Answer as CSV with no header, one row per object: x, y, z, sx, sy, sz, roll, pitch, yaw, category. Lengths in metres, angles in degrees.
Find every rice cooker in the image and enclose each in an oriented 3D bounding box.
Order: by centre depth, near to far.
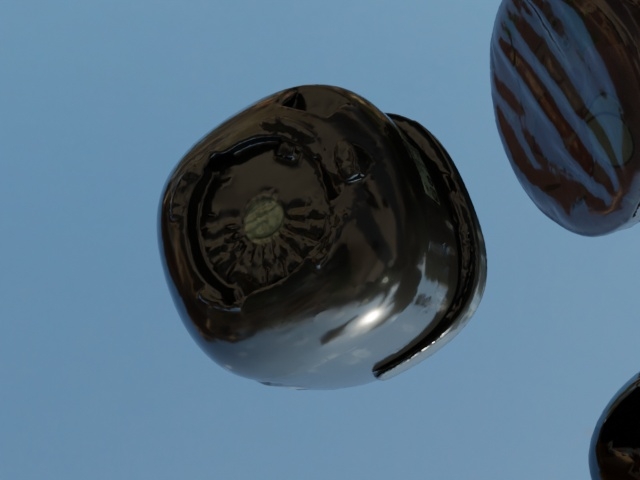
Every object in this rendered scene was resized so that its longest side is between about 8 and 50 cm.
0.000,0.000,1.134,0.267,0.267,0.224,50,-170,30,rice cooker

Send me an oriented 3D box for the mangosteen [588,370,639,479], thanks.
0.347,0.192,1.057,0.243,0.243,0.243,7,-135,-8,mangosteen

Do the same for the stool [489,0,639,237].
0.304,-0.150,1.304,0.178,0.272,0.272,-15,-129,-20,stool
